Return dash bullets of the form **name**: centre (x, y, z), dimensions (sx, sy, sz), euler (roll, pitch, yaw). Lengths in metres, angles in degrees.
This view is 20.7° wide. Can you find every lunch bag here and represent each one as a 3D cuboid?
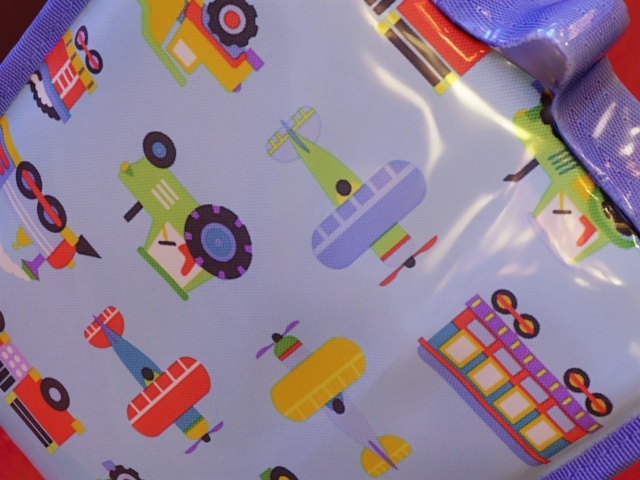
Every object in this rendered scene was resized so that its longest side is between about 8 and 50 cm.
- **lunch bag**: centre (0.000, 0.000, 0.569), dimensions (0.221, 0.293, 0.138), euler (49, 54, 1)
